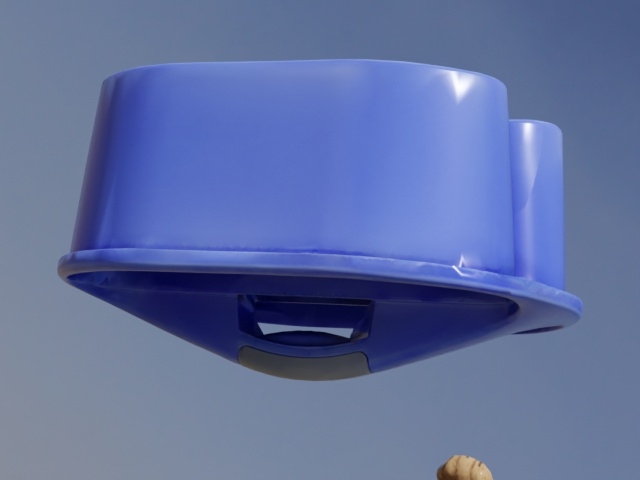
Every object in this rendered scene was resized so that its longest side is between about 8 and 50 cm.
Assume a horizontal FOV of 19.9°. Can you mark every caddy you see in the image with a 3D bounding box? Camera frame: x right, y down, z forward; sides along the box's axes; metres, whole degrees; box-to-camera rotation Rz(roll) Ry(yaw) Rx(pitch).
[{"bbox_3d":[0.000,0.000,1.156,0.341,0.179,0.241,2,-11,26],"label":"caddy"}]

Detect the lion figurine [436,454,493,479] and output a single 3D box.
[{"bbox_3d":[0.061,0.280,0.976,0.392,0.240,0.142,47,-46,-3],"label":"lion figurine"}]
